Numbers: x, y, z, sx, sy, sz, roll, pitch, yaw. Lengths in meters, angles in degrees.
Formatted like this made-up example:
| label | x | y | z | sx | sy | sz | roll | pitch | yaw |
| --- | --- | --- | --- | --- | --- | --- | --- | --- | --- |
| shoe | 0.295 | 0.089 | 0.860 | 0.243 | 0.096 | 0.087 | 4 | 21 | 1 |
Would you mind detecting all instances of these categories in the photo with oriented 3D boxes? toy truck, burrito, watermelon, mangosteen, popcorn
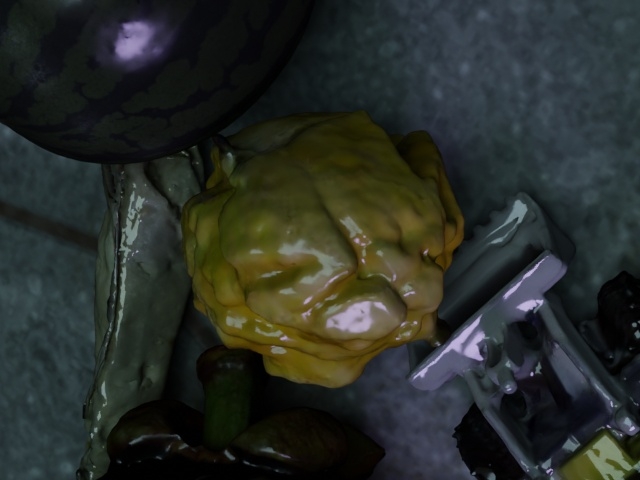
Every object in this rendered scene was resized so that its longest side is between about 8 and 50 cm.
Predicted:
| label | x | y | z | sx | sy | sz | roll | pitch | yaw |
| --- | --- | --- | --- | --- | --- | --- | --- | --- | --- |
| toy truck | 0.151 | 0.113 | 0.793 | 0.136 | 0.111 | 0.286 | -44 | 80 | 19 |
| burrito | -0.106 | 0.033 | 0.892 | 0.058 | 0.063 | 0.229 | 25 | 106 | 43 |
| watermelon | -0.100 | -0.145 | 0.792 | 0.212 | 0.212 | 0.212 | 2 | 97 | 18 |
| mangosteen | -0.053 | 0.180 | 0.818 | 0.228 | 0.228 | 0.265 | 1 | 74 | 18 |
| popcorn | 0.000 | 0.000 | 0.802 | 0.148 | 0.167 | 0.152 | -20 | 116 | 14 |
